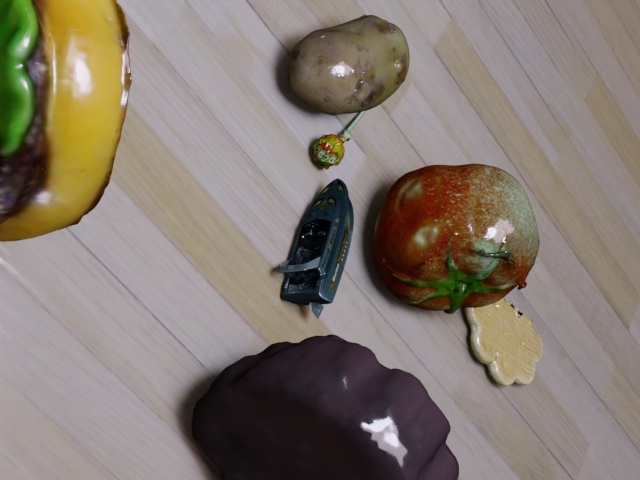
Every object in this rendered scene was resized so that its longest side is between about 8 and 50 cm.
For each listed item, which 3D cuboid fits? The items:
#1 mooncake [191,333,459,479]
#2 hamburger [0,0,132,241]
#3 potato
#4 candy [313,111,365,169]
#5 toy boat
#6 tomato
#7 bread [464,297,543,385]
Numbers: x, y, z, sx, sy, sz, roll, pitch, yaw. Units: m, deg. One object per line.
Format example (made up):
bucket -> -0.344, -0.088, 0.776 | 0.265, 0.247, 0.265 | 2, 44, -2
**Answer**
mooncake -> 0.022, 0.323, 1.488 | 0.212, 0.351, 0.381 | -40, 121, -47
hamburger -> -0.435, -0.175, 1.134 | 0.277, 0.396, 0.395 | -1, 83, -44
potato -> 0.052, -0.306, 1.762 | 0.262, 0.165, 0.165 | -30, 103, -36
candy -> 0.045, -0.197, 1.808 | 0.060, 0.060, 0.201 | 59, 41, -18
toy boat -> 0.000, 0.000, 1.688 | 0.103, 0.093, 0.246 | 39, 58, -41
tomato -> 0.244, -0.013, 1.820 | 0.303, 0.303, 0.239 | 23, 51, -39
bread -> 0.369, 0.196, 2.038 | 0.251, 0.039, 0.181 | 49, 53, -25
